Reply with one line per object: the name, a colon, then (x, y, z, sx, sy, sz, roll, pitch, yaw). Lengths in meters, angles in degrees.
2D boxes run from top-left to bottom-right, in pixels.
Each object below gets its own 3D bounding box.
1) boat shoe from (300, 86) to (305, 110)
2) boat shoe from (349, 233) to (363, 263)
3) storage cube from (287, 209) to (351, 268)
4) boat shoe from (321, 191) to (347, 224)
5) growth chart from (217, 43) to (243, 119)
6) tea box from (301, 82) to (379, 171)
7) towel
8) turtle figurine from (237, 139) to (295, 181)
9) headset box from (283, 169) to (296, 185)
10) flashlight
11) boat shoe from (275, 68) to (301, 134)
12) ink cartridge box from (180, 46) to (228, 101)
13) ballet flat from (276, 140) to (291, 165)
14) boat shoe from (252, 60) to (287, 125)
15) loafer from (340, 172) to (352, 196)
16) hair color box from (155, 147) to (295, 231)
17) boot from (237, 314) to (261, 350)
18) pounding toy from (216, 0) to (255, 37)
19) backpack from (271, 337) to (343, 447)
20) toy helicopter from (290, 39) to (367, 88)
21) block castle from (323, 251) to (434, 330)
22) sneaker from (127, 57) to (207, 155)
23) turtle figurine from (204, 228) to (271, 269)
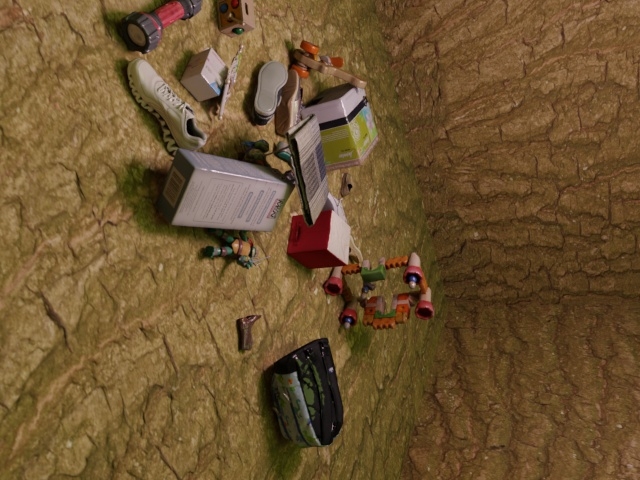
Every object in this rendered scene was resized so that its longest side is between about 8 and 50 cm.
boat shoe: (-0.105, -0.589, 1.954, 0.066, 0.066, 0.183, 19, 68, -58)
boat shoe: (0.152, 0.052, 2.303, 0.072, 0.068, 0.189, -50, 118, -37)
storage cube: (0.000, 0.000, 1.894, 0.215, 0.193, 0.183, 39, 52, -51)
boat shoe: (0.054, -0.145, 2.081, 0.367, 0.136, 0.156, 59, 37, -41)
growth chart: (-0.308, -0.532, 1.522, 0.172, 0.021, 0.237, 119, -17, -50)
tea box: (0.103, -0.550, 2.163, 0.329, 0.220, 0.323, -58, 134, -49)
towel: (-0.041, -0.246, 1.530, 0.324, 0.056, 0.311, -67, 150, -61)
turtle figurine: (-0.191, -0.218, 1.552, 0.198, 0.275, 0.266, 111, 3, -81)
headset box: (-0.134, -0.245, 1.868, 0.062, 0.032, 0.083, 63, 35, -31)
flashlight: (-0.447, -0.647, 1.303, 0.103, 0.103, 0.304, 37, 50, -9)
boat shoe: (-0.129, -0.568, 1.883, 0.092, 0.103, 0.284, 21, 70, -64)
ink cartridge box: (-0.368, -0.537, 1.446, 0.092, 0.090, 0.143, 48, 43, -47)
ballet flat: (-0.111, -0.352, 1.893, 0.213, 0.072, 0.068, 31, 53, -55)
boat shoe: (-0.205, -0.578, 1.754, 0.115, 0.091, 0.302, 21, 57, -9)
loafer: (0.144, -0.293, 2.361, 0.056, 0.050, 0.147, 45, 47, -49)
hair color box: (-0.273, -0.139, 1.352, 0.375, 0.113, 0.185, 4, 123, -49)
boot: (-0.240, 0.318, 1.555, 0.107, 0.037, 0.114, -7, 87, -48)
pounding toy: (-0.298, -0.788, 1.583, 0.100, 0.130, 0.141, -4, 88, -61)
backpack: (-0.042, 0.584, 1.674, 0.355, 0.274, 0.290, 63, 25, 8)
toy helicopter: (0.046, -0.783, 2.056, 0.235, 0.356, 0.140, -78, -167, -63)
block castle: (0.273, 0.252, 2.077, 0.212, 0.454, 0.302, -70, 143, -51)
sneaker: (-0.428, -0.383, 1.281, 0.292, 0.119, 0.110, 62, 37, -32)
turtle figurine: (-0.266, 0.022, 1.490, 0.234, 0.118, 0.175, 15, 55, -43)
